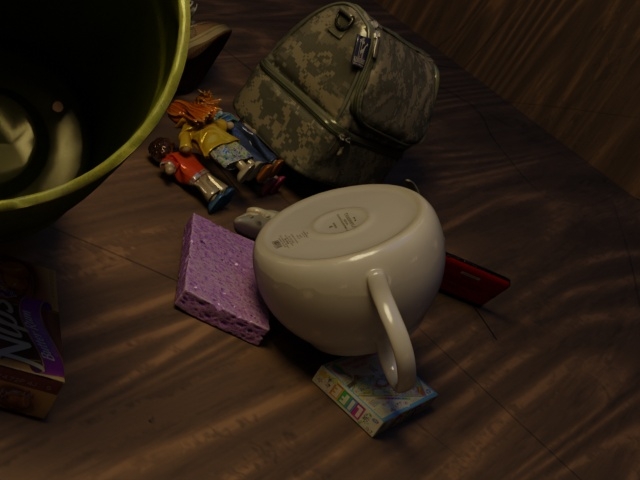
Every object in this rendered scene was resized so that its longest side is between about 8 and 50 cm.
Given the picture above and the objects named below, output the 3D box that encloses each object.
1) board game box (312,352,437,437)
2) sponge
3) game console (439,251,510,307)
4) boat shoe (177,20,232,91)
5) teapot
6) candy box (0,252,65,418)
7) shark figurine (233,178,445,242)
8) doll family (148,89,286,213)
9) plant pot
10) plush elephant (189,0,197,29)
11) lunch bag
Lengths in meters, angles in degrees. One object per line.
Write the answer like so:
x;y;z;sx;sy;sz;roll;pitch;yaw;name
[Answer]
0.070;0.183;1.529;0.103;0.026;0.154;42;25;20;board game box
-0.120;0.044;1.553;0.117;0.031;0.210;27;24;-15;sponge
0.207;0.039;1.924;0.144;0.124;0.085;22;52;-24;game console
-0.244;-0.306;1.972;0.110;0.121;0.341;36;24;4;boat shoe
0.046;0.059;1.510;0.252;0.187;0.256;2;28;32;teapot
-0.313;0.084;1.200;0.109;0.053;0.186;21;24;-26;candy box
0.023;0.001;1.708;0.278;0.116;0.166;-7;-11;-3;shark figurine
-0.140;-0.148;1.794;0.163;0.118;0.263;41;22;12;doll family
-0.331;-0.155;1.201;0.366;0.366;0.353;32;-19;-4;plant pot
-0.339;-0.312;1.699;0.255;0.272;0.330;19;30;6;plush elephant
0.044;-0.234;1.973;0.212;0.256;0.305;43;14;26;lunch bag
